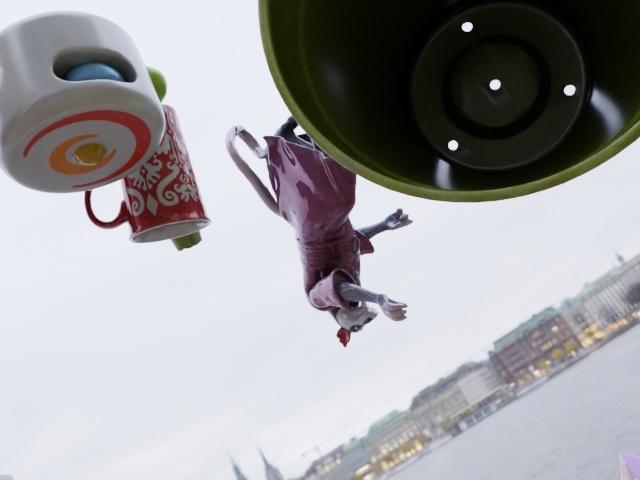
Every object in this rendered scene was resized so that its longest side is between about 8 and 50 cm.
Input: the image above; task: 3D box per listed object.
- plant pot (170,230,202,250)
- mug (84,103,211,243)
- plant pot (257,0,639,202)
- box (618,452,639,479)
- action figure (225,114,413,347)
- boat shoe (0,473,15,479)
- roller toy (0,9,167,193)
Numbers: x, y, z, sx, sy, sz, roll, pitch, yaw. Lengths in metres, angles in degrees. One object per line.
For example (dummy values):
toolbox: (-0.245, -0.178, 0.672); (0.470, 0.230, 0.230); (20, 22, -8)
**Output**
plant pot: (-0.255, -0.026, 1.225); (0.083, 0.079, 0.083); (-22, 14, 6)
mug: (-0.237, -0.091, 0.903); (0.150, 0.169, 0.113); (-7, -10, -45)
plant pot: (0.170, -0.204, 0.693); (0.366, 0.366, 0.353); (-36, -12, 12)
box: (0.363, 0.403, 0.696); (0.057, 0.293, 0.201); (0, 7, 8)
action figure: (0.000, 0.000, 1.021); (0.275, 0.370, 0.248); (-4, 18, 11)
boat shoe: (-0.762, 0.580, 1.363); (0.301, 0.102, 0.108); (-10, -38, -52)
roller toy: (-0.287, -0.148, 0.770); (0.209, 0.146, 0.191); (-27, -20, 4)
